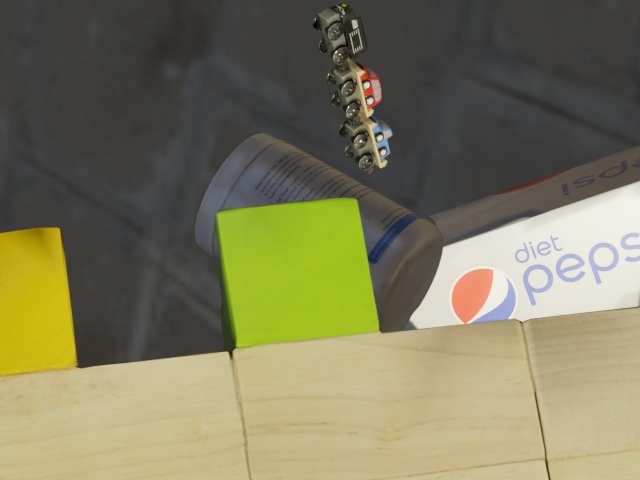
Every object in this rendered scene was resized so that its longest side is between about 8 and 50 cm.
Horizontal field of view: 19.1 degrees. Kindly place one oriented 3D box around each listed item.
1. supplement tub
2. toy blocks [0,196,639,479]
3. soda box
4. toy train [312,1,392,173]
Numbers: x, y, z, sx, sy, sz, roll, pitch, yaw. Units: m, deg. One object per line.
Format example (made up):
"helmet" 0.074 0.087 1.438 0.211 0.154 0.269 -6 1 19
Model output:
"supplement tub" 0.000 0.000 0.941 0.107 0.071 0.071 31 115 19
"toy blocks" -0.037 0.120 0.712 0.261 0.381 0.190 110 152 -70
"soda box" 0.162 0.010 1.348 0.286 0.098 0.091 -19 105 10
"toy train" 0.026 -0.111 1.392 0.027 0.036 0.158 41 157 40
